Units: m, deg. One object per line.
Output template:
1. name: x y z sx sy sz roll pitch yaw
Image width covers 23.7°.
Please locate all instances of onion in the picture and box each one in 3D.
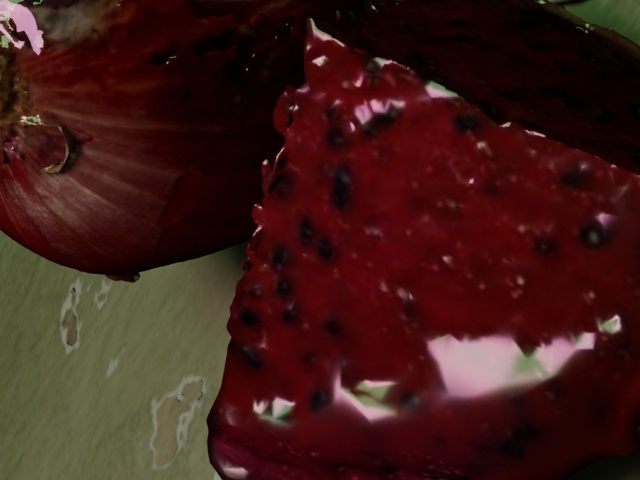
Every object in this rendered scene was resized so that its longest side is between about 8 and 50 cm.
1. onion: -0.141 -0.128 1.070 0.341 0.341 0.341 -31 51 47

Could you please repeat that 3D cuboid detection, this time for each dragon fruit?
1. dragon fruit: 0.036 0.001 0.817 0.330 0.240 0.302 -49 20 23

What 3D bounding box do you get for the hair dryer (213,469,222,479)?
1. hair dryer: -0.014 0.180 0.994 0.183 0.044 0.154 -10 69 52

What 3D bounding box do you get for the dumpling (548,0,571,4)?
1. dumpling: 0.120 -0.250 0.900 0.243 0.175 0.226 -153 52 -71
